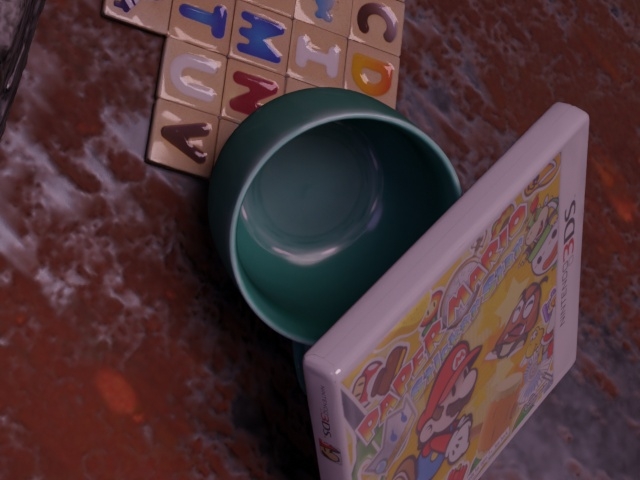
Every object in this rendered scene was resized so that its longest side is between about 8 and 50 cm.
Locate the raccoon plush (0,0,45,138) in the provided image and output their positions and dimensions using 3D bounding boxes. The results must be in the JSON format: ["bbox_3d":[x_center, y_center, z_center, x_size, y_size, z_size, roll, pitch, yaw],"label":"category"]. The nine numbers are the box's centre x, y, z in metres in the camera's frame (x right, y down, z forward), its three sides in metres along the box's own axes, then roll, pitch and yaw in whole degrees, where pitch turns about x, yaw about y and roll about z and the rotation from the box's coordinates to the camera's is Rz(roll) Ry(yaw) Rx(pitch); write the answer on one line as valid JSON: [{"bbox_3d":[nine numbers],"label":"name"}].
[{"bbox_3d":[-0.278,-0.146,0.631,0.299,0.216,0.446,18,38,-11],"label":"raccoon plush"}]

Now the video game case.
[{"bbox_3d":[0.078,0.066,0.746,0.227,0.026,0.206,-43,144,-32],"label":"video game case"}]

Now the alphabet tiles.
[{"bbox_3d":[-0.035,-0.141,0.827,0.198,0.009,0.237,16,68,-26],"label":"alphabet tiles"}]

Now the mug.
[{"bbox_3d":[-0.004,-0.008,0.750,0.129,0.097,0.157,32,98,-23],"label":"mug"}]
